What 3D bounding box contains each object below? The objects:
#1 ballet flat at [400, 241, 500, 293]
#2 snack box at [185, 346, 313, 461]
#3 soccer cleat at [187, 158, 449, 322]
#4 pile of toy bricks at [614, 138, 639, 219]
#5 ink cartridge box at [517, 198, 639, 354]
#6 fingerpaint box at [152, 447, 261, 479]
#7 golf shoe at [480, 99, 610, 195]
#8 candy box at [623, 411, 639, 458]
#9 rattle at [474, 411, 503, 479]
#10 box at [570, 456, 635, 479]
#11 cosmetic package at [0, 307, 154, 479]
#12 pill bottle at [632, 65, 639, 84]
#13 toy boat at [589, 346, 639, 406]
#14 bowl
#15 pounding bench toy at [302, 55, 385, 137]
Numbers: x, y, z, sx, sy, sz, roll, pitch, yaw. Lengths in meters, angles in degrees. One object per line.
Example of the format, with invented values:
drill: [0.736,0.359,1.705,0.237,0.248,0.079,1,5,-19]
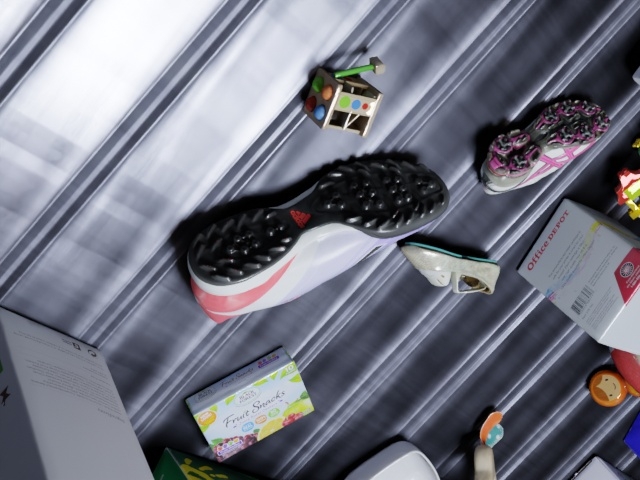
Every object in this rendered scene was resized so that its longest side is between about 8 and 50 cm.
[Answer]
ballet flat: [0.171,0.040,1.191,0.168,0.057,0.052,12,85,-34]
snack box: [-0.088,0.210,1.175,0.141,0.037,0.100,-28,128,-10]
soccer cleat: [0.000,0.000,1.058,0.318,0.108,0.116,-22,149,-18]
pile of toy bricks: [0.480,-0.134,1.241,0.105,0.118,0.212,43,112,-13]
ink cartridge box: [0.388,0.049,1.246,0.127,0.176,0.128,17,112,-39]
fingerpaint box: [-0.125,0.545,1.194,0.371,0.163,0.445,27,89,-28]
golf shoe: [0.278,-0.117,1.157,0.186,0.067,0.086,-25,158,-16]
candy box: [0.685,0.296,1.514,0.122,0.268,0.317,8,116,-29]
rattle: [0.214,0.369,1.413,0.143,0.200,0.130,-11,165,30]
box: [0.496,0.549,1.672,0.262,0.127,0.231,-48,132,8]
cosmetic package: [-0.275,0.258,0.886,0.197,0.365,0.155,-50,130,7]
pill bottle: [0.478,-0.258,1.135,0.112,0.112,0.187,24,106,-38]
toy boat: [0.506,0.224,1.472,0.151,0.151,0.231,-20,134,21]
bowl: [0.102,0.366,1.375,0.142,0.053,0.142,-34,130,-5]
pounding bench toy: [0.026,-0.162,0.984,0.065,0.052,0.083,7,116,-32]
